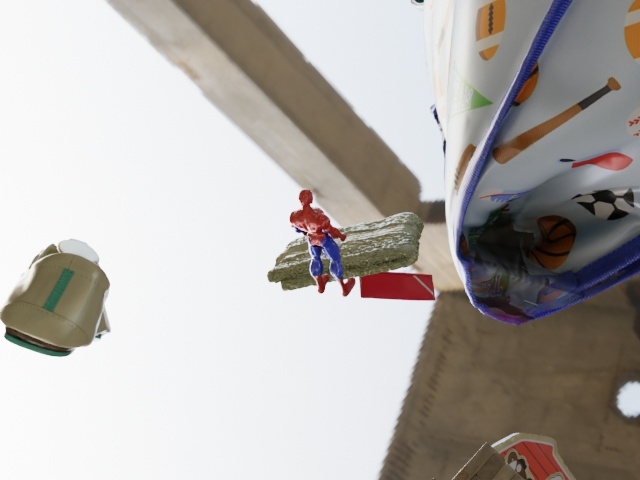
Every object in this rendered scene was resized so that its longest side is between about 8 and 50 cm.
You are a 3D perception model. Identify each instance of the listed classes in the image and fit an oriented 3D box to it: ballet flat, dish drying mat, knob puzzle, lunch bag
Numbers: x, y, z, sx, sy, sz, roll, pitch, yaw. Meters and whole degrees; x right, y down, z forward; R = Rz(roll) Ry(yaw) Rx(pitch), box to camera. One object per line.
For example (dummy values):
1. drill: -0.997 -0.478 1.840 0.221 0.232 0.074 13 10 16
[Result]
1. ballet flat: -0.192 0.039 0.827 0.086 0.086 0.248 -55 -169 -9
2. dish drying mat: 0.081 0.048 1.164 0.008 0.083 0.032 128 -38 -61
3. knob puzzle: 0.235 0.308 1.263 0.030 0.213 0.213 1 -120 48
4. lunch bag: 0.204 -0.170 0.831 0.327 0.239 0.385 -92 -156 -51

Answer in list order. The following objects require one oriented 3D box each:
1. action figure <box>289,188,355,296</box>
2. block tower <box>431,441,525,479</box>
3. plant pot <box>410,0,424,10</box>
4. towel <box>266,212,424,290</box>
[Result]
1. action figure: 0.000 0.000 0.858 0.038 0.115 0.030 11 -122 23
2. block tower: 0.236 0.328 1.031 0.097 0.091 0.335 -47 -134 -3
3. plant pot: 0.276 -0.280 1.139 0.271 0.255 0.271 -51 -165 20
4. towel: 0.026 0.010 1.074 0.148 0.027 0.110 -10 -161 12
